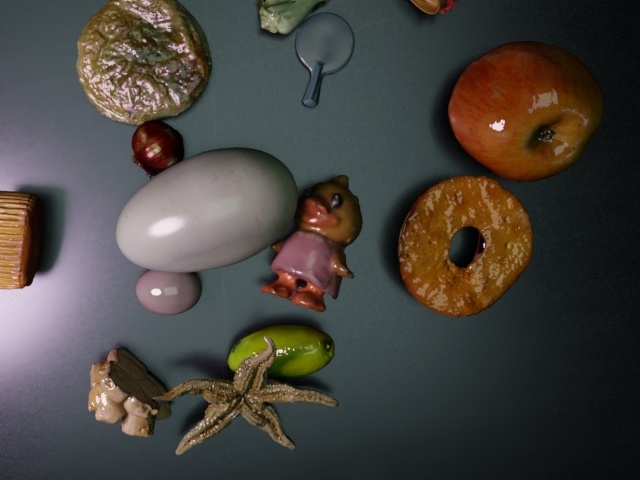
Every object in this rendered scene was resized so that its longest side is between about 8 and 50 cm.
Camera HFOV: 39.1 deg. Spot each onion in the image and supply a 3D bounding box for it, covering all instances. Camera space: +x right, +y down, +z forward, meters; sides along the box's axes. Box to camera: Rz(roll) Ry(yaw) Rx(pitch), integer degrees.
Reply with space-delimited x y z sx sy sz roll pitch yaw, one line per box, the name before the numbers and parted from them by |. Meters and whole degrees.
onion | -0.331 -0.187 1.814 0.119 0.117 0.118 1 87 -23

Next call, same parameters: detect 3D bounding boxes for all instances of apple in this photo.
apple | 0.423 -0.264 1.825 0.302 0.301 0.301 -1 94 -7

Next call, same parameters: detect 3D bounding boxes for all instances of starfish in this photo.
starfish | -0.156 0.339 1.845 0.347 0.078 0.358 -27 134 -1

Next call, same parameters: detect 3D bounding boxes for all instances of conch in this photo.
conch | -0.062 -0.492 1.852 0.170 0.079 0.105 -38 95 -17

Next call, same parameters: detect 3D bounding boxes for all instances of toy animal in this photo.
toy animal | 0.002 -0.001 1.848 0.195 0.169 0.281 18 94 26

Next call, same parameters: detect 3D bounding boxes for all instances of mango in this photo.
mango | -0.082 0.233 1.875 0.233 0.125 0.111 -12 55 17

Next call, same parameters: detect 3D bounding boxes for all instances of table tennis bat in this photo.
table tennis bat | 0.001 -0.378 1.885 0.124 0.033 0.201 14 90 -6

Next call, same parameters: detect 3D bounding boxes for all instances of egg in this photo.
egg | -0.225 -0.056 1.782 0.371 0.230 0.230 -19 96 1
egg | -0.310 0.101 1.845 0.135 0.103 0.103 -2 94 -5

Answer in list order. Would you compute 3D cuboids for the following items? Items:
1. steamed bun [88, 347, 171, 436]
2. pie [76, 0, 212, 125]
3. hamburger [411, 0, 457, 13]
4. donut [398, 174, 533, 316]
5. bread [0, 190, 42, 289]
steamed bun | -0.393 0.322 1.825 0.106 0.177 0.192 -45 111 7
pie | -0.360 -0.369 1.818 0.277 0.078 0.277 0 93 -6
hamburger | 0.244 -0.558 1.838 0.137 0.175 0.175 -36 97 -10
donut | 0.294 0.010 1.911 0.303 0.110 0.302 -1 94 -9
bread | -0.600 0.000 1.763 0.104 0.199 0.199 6 93 -9
